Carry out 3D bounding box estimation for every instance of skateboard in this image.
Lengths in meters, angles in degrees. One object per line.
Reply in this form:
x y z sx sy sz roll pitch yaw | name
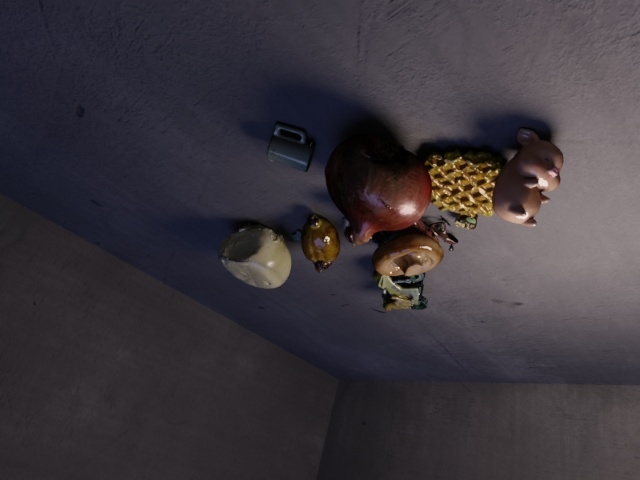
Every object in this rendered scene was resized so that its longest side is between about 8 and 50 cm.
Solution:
0.476 -0.030 1.662 0.151 0.067 0.080 30 118 -29 | skateboard

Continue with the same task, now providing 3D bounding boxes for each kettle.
-0.099 -0.307 1.463 0.147 0.098 0.127 20 155 1 | kettle

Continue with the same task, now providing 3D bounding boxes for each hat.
0.527 -0.076 1.566 0.077 0.059 0.076 13 166 17 | hat

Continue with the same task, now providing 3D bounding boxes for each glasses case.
0.393 -0.034 1.707 0.073 0.049 0.194 -15 137 43 | glasses case

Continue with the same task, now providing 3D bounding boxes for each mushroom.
0.340 0.062 1.685 0.278 0.146 0.278 -5 151 -3 | mushroom

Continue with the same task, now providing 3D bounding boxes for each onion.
0.173 -0.180 1.365 0.353 0.354 0.354 13 150 8 | onion

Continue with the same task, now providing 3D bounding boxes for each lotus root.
0.000 0.000 1.874 0.169 0.141 0.314 3 135 12 | lotus root

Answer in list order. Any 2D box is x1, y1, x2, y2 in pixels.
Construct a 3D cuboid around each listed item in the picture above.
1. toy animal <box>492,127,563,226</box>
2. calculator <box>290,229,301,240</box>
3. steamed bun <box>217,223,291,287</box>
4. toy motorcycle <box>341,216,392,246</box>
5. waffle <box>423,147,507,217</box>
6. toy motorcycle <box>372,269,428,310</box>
0.580 -0.166 1.219 0.166 0.250 0.154 31 -179 -39 | toy animal
-0.072 -0.019 1.996 0.141 0.019 0.094 -2 147 29 | calculator
-0.292 0.073 2.051 0.333 0.233 0.312 13 153 24 | steamed bun
0.176 -0.059 1.675 0.270 0.159 0.106 41 164 -32 | toy motorcycle
0.473 -0.184 1.407 0.324 0.068 0.302 8 149 11 | waffle
0.375 0.217 2.013 0.236 0.169 0.410 6 148 21 | toy motorcycle
